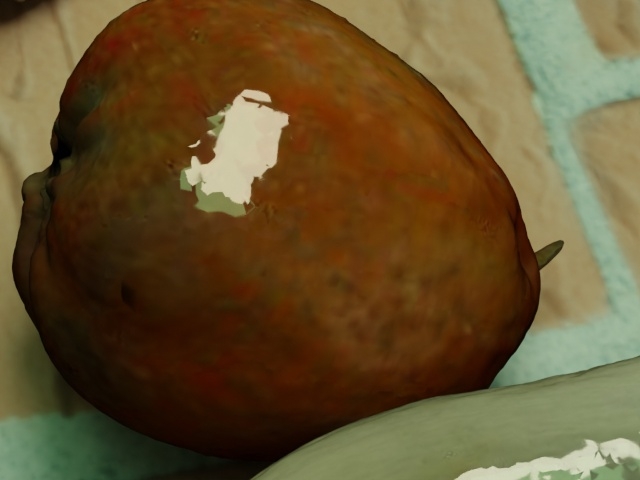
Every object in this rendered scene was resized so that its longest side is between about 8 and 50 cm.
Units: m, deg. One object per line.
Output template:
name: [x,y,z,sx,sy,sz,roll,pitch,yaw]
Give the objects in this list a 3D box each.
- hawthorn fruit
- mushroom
hawthorn fruit: [0.000,0.000,0.874,0.262,0.210,0.210,11,54,-18]
mushroom: [0.066,0.144,0.793,0.397,0.177,0.126,-9,13,-9]
